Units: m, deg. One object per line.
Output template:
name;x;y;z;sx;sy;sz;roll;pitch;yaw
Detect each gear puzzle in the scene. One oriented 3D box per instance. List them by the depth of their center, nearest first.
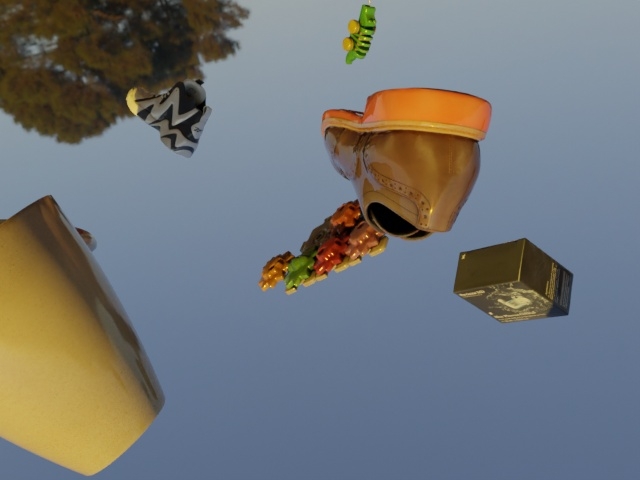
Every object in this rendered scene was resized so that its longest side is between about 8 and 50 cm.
gear puzzle;0.000;0.000;1.260;0.339;0.044;0.175;-27;-151;43

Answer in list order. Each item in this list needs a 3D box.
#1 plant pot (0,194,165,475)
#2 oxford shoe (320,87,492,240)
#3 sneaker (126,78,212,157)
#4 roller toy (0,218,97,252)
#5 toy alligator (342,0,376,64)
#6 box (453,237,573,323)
plant pot;-0.321;0.133;0.868;0.256;0.274;0.256;-38;-170;8
oxford shoe;0.048;-0.052;0.585;0.096;0.098;0.271;7;-179;-7
sneaker;-0.320;-0.306;1.630;0.153;0.094;0.235;-52;-126;13
roller toy;-0.446;0.037;1.139;0.209;0.146;0.191;11;-174;27
toy alligator;0.095;-0.446;1.555;0.056;0.190;0.051;-7;-137;-34
box;0.365;0.081;1.412;0.156;0.158;0.093;-17;-131;49
